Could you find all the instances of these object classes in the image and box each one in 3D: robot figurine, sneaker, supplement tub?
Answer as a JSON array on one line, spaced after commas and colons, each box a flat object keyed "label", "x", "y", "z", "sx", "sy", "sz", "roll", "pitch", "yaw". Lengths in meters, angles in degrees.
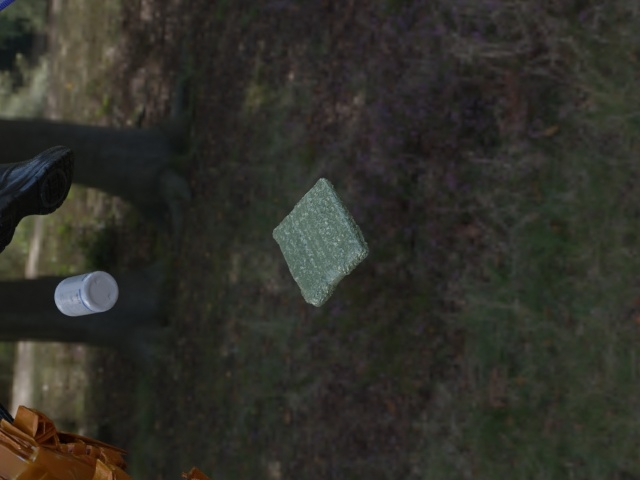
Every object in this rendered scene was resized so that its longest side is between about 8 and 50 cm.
[{"label": "robot figurine", "x": -0.133, "y": 0.231, "z": 0.933, "sx": 0.211, "sy": 0.291, "sz": 0.085, "roll": 24, "pitch": 82, "yaw": 38}, {"label": "sneaker", "x": -0.496, "y": -0.082, "z": 1.768, "sx": 0.286, "sy": 0.130, "sz": 0.109, "roll": -46, "pitch": -24, "yaw": -50}, {"label": "supplement tub", "x": -0.402, "y": 0.092, "z": 1.937, "sx": 0.107, "sy": 0.071, "sz": 0.071, "roll": -11, "pitch": 76, "yaw": 49}]

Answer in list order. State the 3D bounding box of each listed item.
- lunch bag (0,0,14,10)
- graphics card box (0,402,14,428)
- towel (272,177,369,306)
[{"label": "lunch bag", "x": -0.470, "y": -0.333, "z": 1.068, "sx": 0.328, "sy": 0.385, "sz": 0.239, "roll": 68, "pitch": -166, "yaw": -71}, {"label": "graphics card box", "x": -0.583, "y": 0.303, "z": 1.454, "sx": 0.233, "sy": 0.371, "sz": 0.094, "roll": 29, "pitch": 131, "yaw": 46}, {"label": "towel", "x": 0.000, "y": 0.000, "z": 1.371, "sx": 0.110, "sy": 0.027, "sz": 0.148, "roll": -48, "pitch": 43, "yaw": 19}]
